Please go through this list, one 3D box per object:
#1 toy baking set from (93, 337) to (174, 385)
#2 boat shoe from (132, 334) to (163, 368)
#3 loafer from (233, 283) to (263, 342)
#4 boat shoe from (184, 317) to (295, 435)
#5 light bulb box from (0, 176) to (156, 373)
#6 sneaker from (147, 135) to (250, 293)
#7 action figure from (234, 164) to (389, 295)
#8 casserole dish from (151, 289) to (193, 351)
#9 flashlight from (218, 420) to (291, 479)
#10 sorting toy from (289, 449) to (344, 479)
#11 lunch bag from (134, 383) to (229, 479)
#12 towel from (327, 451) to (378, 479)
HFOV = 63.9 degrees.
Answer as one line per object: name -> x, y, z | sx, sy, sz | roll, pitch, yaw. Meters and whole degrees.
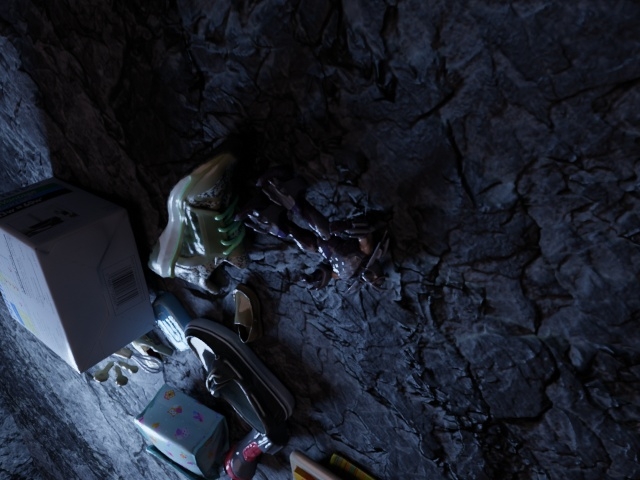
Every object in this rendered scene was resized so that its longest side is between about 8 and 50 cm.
toy baking set -> -0.526, 0.304, 1.350 | 0.196, 0.256, 0.030 | 34, 114, 23
boat shoe -> -0.491, 0.301, 1.460 | 0.045, 0.050, 0.135 | -27, 101, 31
loafer -> -0.163, 0.165, 1.132 | 0.056, 0.050, 0.148 | 4, 118, 34
boat shoe -> -0.211, 0.317, 1.211 | 0.335, 0.119, 0.121 | 37, 132, 12
light bulb box -> -0.640, 0.070, 1.283 | 0.361, 0.225, 0.358 | 21, 127, 34
sneaker -> -0.195, -0.031, 0.999 | 0.182, 0.158, 0.410 | 34, 138, -2
action figure -> 0.000, 0.000, 0.886 | 0.285, 0.099, 0.185 | 37, 125, 7
casserole dish -> -0.378, 0.217, 1.331 | 0.114, 0.037, 0.188 | -29, 98, 43
flashlight -> -0.170, 0.551, 1.337 | 0.103, 0.103, 0.304 | 27, 134, -14
sorting toy -> 0.004, 0.622, 1.271 | 0.193, 0.038, 0.208 | 26, 139, 22
lunch bag -> -0.380, 0.565, 1.462 | 0.223, 0.160, 0.262 | 22, 138, 20
towel -> 0.119, 0.591, 1.201 | 0.237, 0.021, 0.102 | 27, 130, 21
